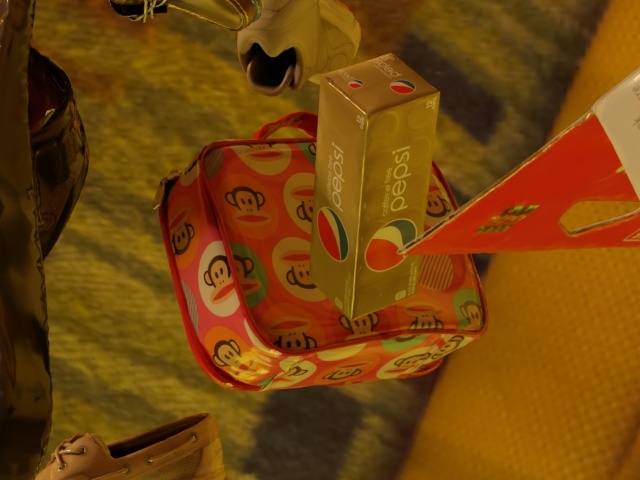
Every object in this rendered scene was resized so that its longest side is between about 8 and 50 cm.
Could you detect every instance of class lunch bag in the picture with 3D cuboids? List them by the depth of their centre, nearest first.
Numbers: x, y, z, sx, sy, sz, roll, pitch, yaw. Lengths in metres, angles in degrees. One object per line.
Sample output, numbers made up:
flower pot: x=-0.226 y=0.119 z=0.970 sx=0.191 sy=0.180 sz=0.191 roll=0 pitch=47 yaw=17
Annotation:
lunch bag: x=0.000 y=0.000 z=1.406 sx=0.293 sy=0.120 sz=0.258 roll=-1 pitch=64 yaw=-37

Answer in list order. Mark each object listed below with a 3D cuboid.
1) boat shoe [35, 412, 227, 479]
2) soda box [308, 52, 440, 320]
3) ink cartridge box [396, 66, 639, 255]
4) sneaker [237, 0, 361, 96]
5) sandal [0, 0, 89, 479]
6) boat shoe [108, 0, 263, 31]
boat shoe: x=-0.253 y=0.255 z=1.666 sx=0.302 sy=0.109 sz=0.098 roll=-10 pitch=100 yaw=-16
soda box: x=0.035 y=-0.035 z=1.067 sx=0.061 sy=0.058 sz=0.181 roll=-20 pitch=134 yaw=-27
ink cartridge box: x=0.204 y=-0.036 z=0.704 sx=0.275 sy=0.239 sz=0.060 roll=-1 pitch=58 yaw=-51
sneaker: x=-0.033 y=-0.180 z=1.422 sx=0.262 sy=0.099 sz=0.121 roll=47 pitch=55 yaw=-71
sandal: x=-0.229 y=-0.020 z=1.046 sx=0.107 sy=0.167 sz=0.446 roll=23 pitch=53 yaw=-46
boat shoe: x=-0.132 y=-0.197 z=1.136 sx=0.183 sy=0.066 sz=0.066 roll=28 pitch=63 yaw=-4
